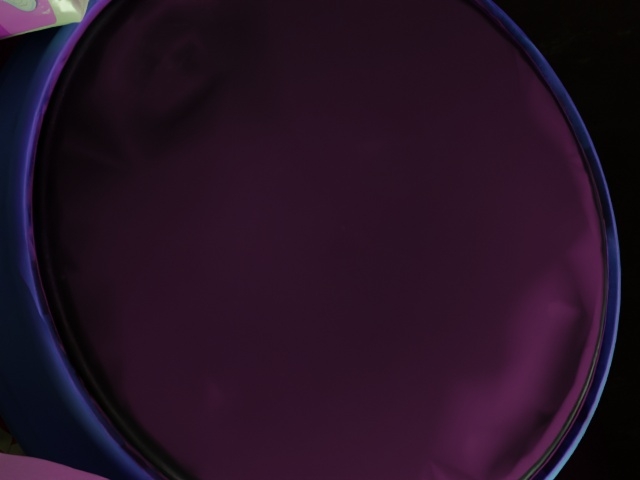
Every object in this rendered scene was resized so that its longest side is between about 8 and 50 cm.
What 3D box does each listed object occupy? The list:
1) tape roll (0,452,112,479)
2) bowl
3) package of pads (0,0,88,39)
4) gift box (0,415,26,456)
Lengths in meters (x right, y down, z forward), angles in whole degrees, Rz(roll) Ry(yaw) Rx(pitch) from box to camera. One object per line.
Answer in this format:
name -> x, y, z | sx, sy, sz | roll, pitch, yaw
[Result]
tape roll -> -0.158, 0.229, 0.804 | 0.100, 0.286, 0.286 | -77, 152, -43
bowl -> 0.000, 0.000, 0.867 | 0.391, 0.077, 0.391 | 8, 73, -25
package of pads -> -0.267, -0.201, 0.734 | 0.296, 0.229, 0.101 | 59, 28, -47
gift box -> -0.078, 0.108, 0.981 | 0.258, 0.255, 0.276 | -25, 94, -28
